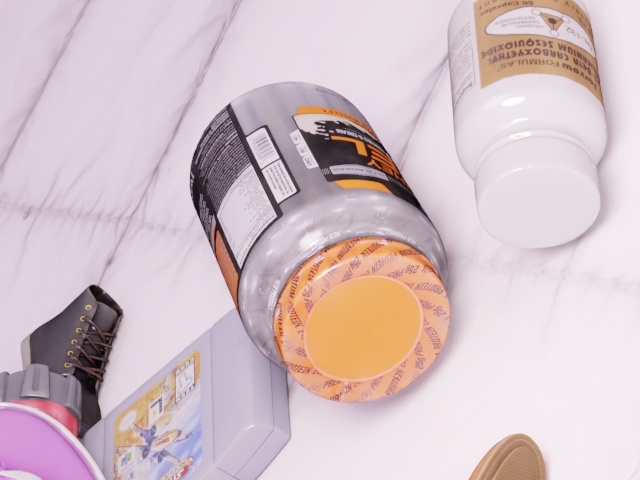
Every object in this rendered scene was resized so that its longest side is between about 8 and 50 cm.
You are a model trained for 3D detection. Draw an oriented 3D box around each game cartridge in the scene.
[{"bbox_3d":[-0.146,0.212,1.874,0.297,0.062,0.198,-40,30,28],"label":"game cartridge"}]

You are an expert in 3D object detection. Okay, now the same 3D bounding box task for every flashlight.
[{"bbox_3d":[-0.298,0.273,1.891,0.103,0.103,0.304,106,167,-47],"label":"flashlight"}]

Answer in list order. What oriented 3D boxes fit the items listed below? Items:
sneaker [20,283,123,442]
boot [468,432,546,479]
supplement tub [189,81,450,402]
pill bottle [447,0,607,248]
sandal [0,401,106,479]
[{"bbox_3d":[-0.271,0.136,2.100,0.118,0.083,0.222,-46,34,11],"label":"sneaker"},{"bbox_3d":[0.091,0.238,1.478,0.152,0.073,0.197,-2,59,60],"label":"boot"},{"bbox_3d":[0.000,0.000,1.709,0.193,0.193,0.316,-50,31,15],"label":"supplement tub"},{"bbox_3d":[0.179,-0.110,1.606,0.131,0.131,0.229,-37,36,33],"label":"pill bottle"},{"bbox_3d":[-0.256,0.308,1.749,0.102,0.169,0.416,97,155,-51],"label":"sandal"}]
